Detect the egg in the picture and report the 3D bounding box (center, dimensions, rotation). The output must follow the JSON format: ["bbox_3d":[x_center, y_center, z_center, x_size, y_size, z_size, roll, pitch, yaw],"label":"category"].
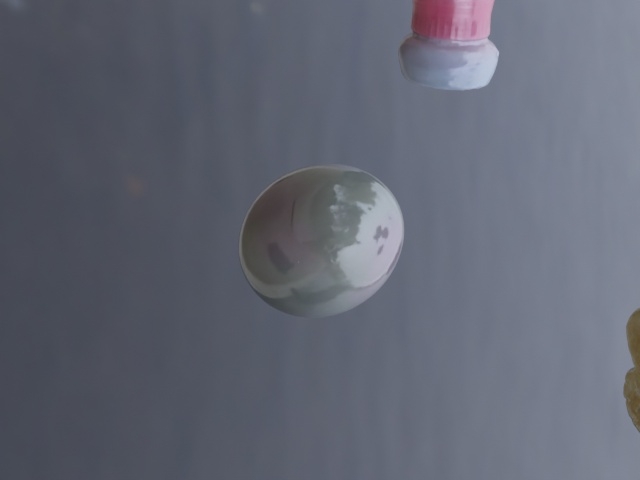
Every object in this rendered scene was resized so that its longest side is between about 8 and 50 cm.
[{"bbox_3d":[0.000,0.000,1.060,0.103,0.135,0.103,12,67,-29],"label":"egg"}]

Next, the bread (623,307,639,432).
[{"bbox_3d":[0.437,0.199,1.713,0.054,0.316,0.316,-15,97,-20],"label":"bread"}]

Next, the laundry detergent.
[{"bbox_3d":[0.111,-0.286,1.212,0.088,0.159,0.335,-84,178,-71],"label":"laundry detergent"}]
